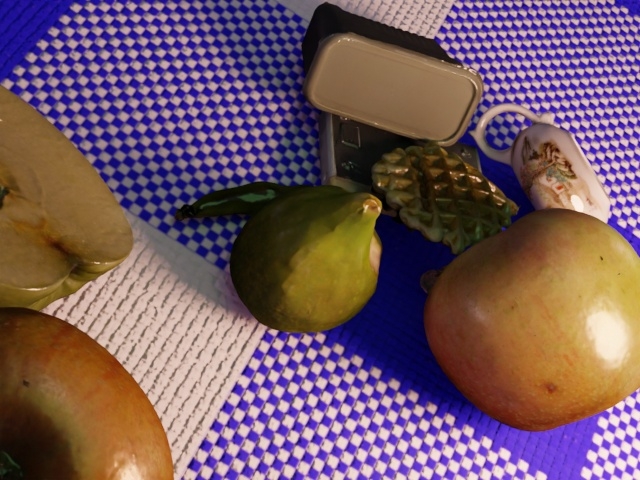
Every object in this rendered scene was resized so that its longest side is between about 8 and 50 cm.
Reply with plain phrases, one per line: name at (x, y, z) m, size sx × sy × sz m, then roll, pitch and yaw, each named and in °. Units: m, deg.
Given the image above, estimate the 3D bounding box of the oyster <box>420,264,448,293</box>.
oyster at (0.183, 0.044, 1.812) m, size 0.083 × 0.080 × 0.038 m, roll 30°, pitch 19°, yaw -47°

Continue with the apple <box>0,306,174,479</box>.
apple at (-0.343, 0.258, 1.268) m, size 0.400 × 0.333 × 0.400 m, roll 11°, pitch 49°, yaw -13°

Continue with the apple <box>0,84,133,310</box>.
apple at (-0.420, -0.052, 1.451) m, size 0.360 × 0.311 × 0.320 m, roll 44°, pitch 73°, yaw 7°

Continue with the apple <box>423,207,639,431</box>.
apple at (0.311, 0.116, 1.679) m, size 0.319 × 0.319 × 0.277 m, roll -25°, pitch 78°, yaw -34°

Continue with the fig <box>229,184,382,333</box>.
fig at (0.000, 0.000, 1.622) m, size 0.206 × 0.275 × 0.206 m, roll 11°, pitch 58°, yaw -17°

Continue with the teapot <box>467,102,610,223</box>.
teapot at (0.360, -0.092, 1.919) m, size 0.298 × 0.139 × 0.204 m, roll 62°, pitch 17°, yaw 12°

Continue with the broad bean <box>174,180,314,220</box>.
broad bean at (-0.071, -0.057, 1.769) m, size 0.297 × 0.043 × 0.060 m, roll 0°, pitch 67°, yaw -24°

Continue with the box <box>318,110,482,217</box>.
box at (0.128, -0.109, 1.866) m, size 0.270 × 0.045 × 0.211 m, roll 16°, pitch 43°, yaw -16°

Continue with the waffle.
waffle at (0.179, -0.066, 1.772) m, size 0.214 × 0.054 × 0.208 m, roll 38°, pitch 44°, yaw 21°

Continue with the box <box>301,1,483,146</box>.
box at (0.103, -0.266, 1.892) m, size 0.274 × 0.138 × 0.178 m, roll 16°, pitch 28°, yaw -18°
